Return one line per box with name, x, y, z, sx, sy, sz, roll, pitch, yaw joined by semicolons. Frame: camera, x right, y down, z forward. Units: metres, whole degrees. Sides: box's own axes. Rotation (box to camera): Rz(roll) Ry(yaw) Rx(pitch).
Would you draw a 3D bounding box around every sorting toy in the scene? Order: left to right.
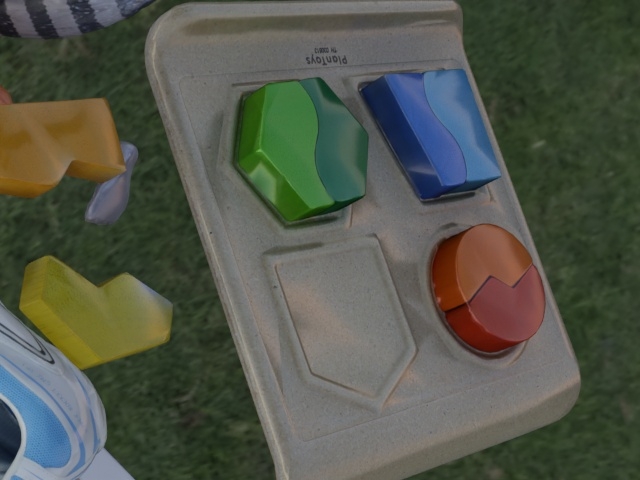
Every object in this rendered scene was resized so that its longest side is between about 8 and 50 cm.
sorting toy;0.000;0.000;0.638;0.307;0.041;0.229;-11;82;-44

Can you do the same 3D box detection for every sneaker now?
sneaker;-0.209;0.039;0.702;0.237;0.085;0.086;42;36;5

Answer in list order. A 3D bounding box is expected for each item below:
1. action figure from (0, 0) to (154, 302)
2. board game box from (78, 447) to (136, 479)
action figure;-0.252;-0.095;0.951;0.179;0.330;0.341;-56;136;-29
board game box;-0.238;0.212;0.931;0.233;0.078;0.347;-51;147;-16
